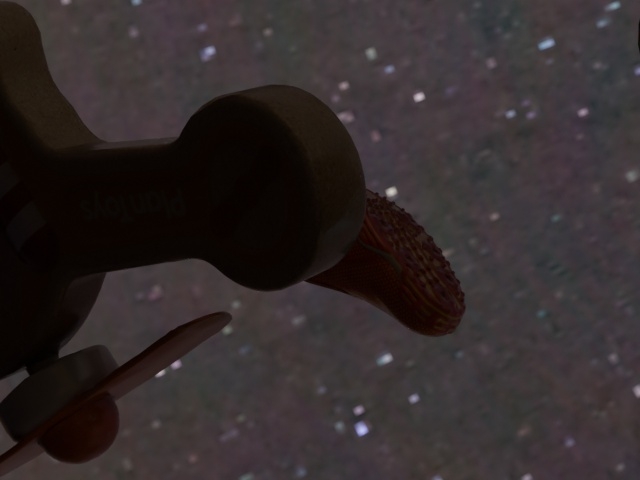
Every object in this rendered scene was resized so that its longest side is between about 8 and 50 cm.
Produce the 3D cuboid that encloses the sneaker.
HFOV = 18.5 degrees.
[{"bbox_3d":[0.000,0.000,0.927,0.175,0.064,0.067,38,-78,35],"label":"sneaker"}]

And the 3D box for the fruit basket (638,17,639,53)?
[{"bbox_3d":[0.257,0.051,0.662,0.283,0.392,0.392,-15,-83,33],"label":"fruit basket"}]

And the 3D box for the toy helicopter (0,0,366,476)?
[{"bbox_3d":[-0.114,0.004,0.896,0.355,0.140,0.235,-5,-81,46],"label":"toy helicopter"}]
